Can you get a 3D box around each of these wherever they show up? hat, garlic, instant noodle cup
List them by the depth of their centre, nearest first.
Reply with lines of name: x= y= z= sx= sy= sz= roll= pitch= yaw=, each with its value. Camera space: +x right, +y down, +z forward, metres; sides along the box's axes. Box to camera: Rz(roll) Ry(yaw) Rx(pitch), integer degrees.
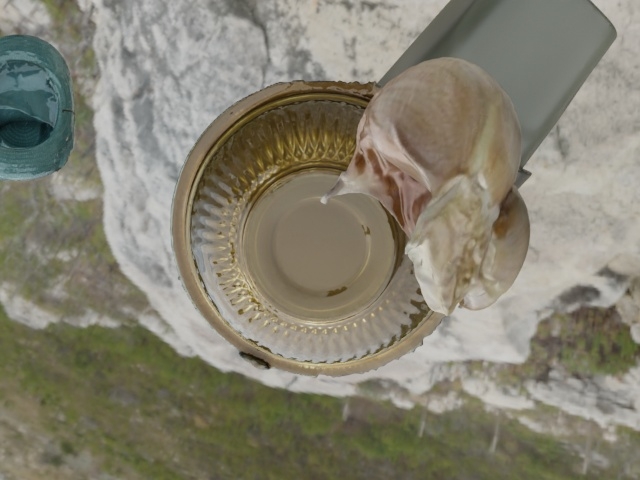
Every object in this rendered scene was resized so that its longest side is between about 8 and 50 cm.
garlic: x=0.082 y=-0.026 z=0.520 sx=0.099 sy=0.124 sz=0.174 roll=32 pitch=156 yaw=45
instant noodle cup: x=0.000 y=0.000 z=0.670 sx=0.274 sy=0.274 sz=0.091 roll=20 pitch=-171 yaw=-2
hat: x=-0.376 y=-0.156 z=1.011 sx=0.138 sy=0.191 sz=0.078 roll=7 pitch=166 yaw=-11

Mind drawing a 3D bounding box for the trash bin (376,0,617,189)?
trash bin: x=0.209 y=-0.210 z=1.009 sx=0.219 sy=0.250 sz=0.220 roll=37 pitch=-175 yaw=-17
